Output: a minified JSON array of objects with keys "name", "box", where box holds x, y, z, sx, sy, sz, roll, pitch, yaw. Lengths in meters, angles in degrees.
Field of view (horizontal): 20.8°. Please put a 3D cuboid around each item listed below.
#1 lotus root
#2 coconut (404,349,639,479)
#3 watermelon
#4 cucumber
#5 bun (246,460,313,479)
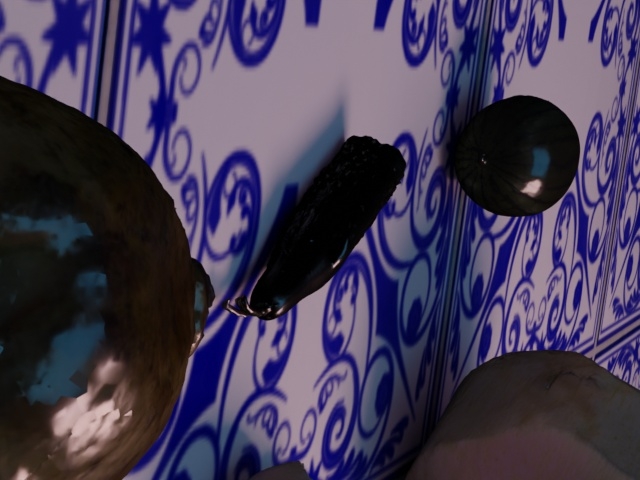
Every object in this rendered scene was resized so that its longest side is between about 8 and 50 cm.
[{"name":"lotus root","box":[-0.095,0.024,0.509,0.214,0.138,0.138,19,82,-70]},{"name":"coconut","box":[0.162,0.198,1.114,0.259,0.259,0.259,10,90,-69]},{"name":"watermelon","box":[0.126,-0.054,1.113,0.111,0.078,0.078,-22,120,-65]},{"name":"cucumber","box":[0.000,0.000,0.865,0.043,0.039,0.163,64,34,-24]},{"name":"bun","box":[0.006,0.210,0.859,0.178,0.128,0.193,18,81,-68]}]
